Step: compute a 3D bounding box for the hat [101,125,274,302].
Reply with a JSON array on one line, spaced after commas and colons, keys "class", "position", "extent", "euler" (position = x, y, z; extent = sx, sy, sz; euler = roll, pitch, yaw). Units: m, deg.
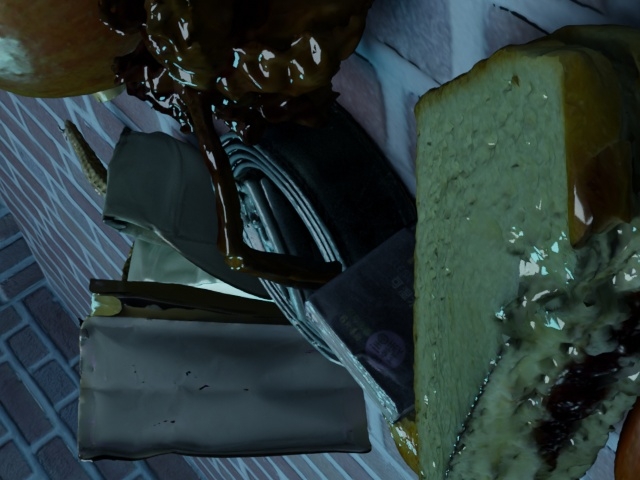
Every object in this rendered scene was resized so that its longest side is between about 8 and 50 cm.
[{"class": "hat", "position": [-0.125, -0.009, 1.255], "extent": [0.301, 0.168, 0.258], "euler": [27, 163, 5]}]

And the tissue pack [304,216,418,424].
[{"class": "tissue pack", "position": [0.081, 0.047, 0.788], "extent": [0.112, 0.156, 0.051], "euler": [50, 164, 16]}]

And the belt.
[{"class": "belt", "position": [0.000, 0.000, 0.963], "extent": [0.267, 0.116, 0.206], "euler": [61, 155, -8]}]

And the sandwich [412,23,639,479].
[{"class": "sandwich", "position": [0.121, 0.037, 0.559], "extent": [0.254, 0.100, 0.288], "euler": [-172, 82, -74]}]

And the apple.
[{"class": "apple", "position": [-0.230, -0.264, 0.856], "extent": [0.301, 0.301, 0.301], "euler": [47, 159, 24]}]

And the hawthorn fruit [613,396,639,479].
[{"class": "hawthorn fruit", "position": [0.236, 0.110, 0.558], "extent": [0.162, 0.163, 0.203], "euler": [29, 130, 52]}]

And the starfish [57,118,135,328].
[{"class": "starfish", "position": [-0.239, 0.057, 1.501], "extent": [0.398, 0.132, 0.384], "euler": [57, -165, -38]}]

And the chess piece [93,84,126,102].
[{"class": "chess piece", "position": [-0.309, -0.247, 1.390], "extent": [0.066, 0.066, 0.122], "euler": [29, 153, 53]}]

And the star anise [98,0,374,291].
[{"class": "star anise", "position": [-0.047, -0.105, 0.762], "extent": [0.237, 0.148, 0.346], "euler": [-7, 121, 18]}]

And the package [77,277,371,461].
[{"class": "package", "position": [-0.103, 0.121, 1.139], "extent": [0.221, 0.311, 0.165], "euler": [-113, 27, -72]}]

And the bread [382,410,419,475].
[{"class": "bread", "position": [0.121, 0.239, 1.163], "extent": [0.154, 0.054, 0.136], "euler": [44, 161, 38]}]
